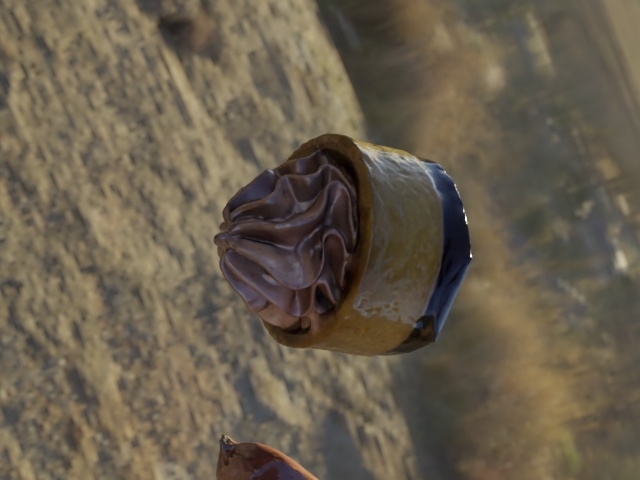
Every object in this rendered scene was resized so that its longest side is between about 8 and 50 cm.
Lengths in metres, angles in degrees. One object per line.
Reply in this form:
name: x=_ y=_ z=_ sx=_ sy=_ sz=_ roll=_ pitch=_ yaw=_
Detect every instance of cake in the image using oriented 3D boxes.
cake: x=0.000 y=0.000 z=1.359 sx=0.178 sy=0.207 sz=0.185 roll=11 pitch=79 yaw=-41

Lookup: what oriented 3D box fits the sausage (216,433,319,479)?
sausage: x=0.043 y=0.269 z=1.120 sx=0.088 sy=0.088 sz=0.433 roll=41 pitch=2 yaw=-46
